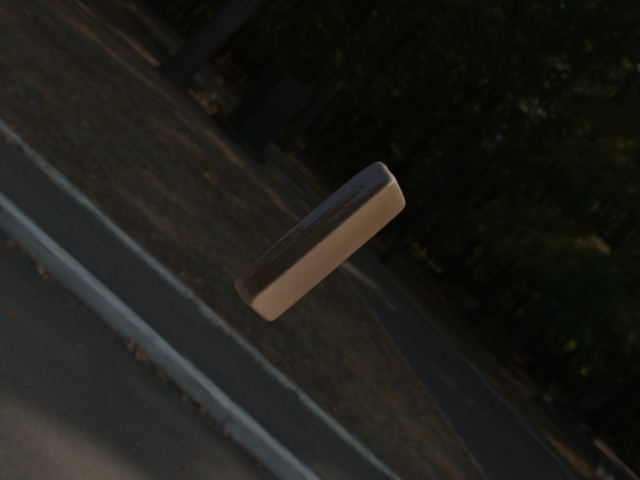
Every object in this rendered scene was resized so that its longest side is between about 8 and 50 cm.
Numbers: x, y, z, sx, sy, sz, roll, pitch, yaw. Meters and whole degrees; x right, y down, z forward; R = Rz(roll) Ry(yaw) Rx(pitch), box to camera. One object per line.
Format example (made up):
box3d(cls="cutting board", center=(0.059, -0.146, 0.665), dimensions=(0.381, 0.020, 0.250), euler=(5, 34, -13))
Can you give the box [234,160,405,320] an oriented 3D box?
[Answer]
box3d(cls="box", center=(0.000, 0.000, 0.545), dimensions=(0.025, 0.115, 0.048), euler=(48, -2, 27))
